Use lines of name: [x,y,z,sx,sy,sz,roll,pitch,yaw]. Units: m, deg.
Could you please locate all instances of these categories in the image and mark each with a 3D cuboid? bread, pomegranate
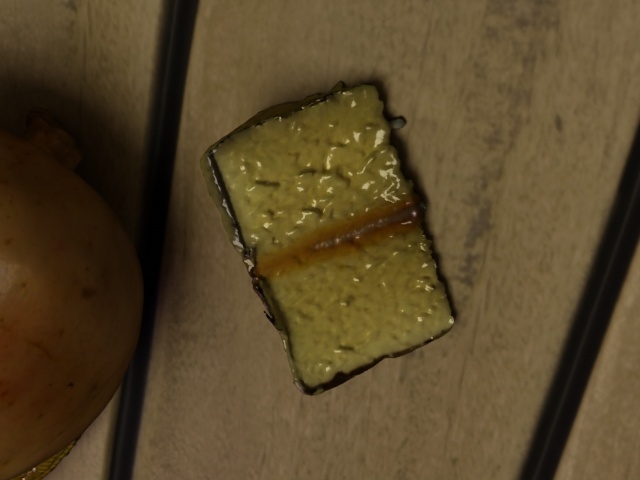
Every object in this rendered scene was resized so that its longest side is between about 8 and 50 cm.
bread: [0.000,0.000,1.300,0.142,0.178,0.266,7,121,63]
pomegranate: [-0.360,0.039,1.368,0.411,0.411,0.411,13,121,23]

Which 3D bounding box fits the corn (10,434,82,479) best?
corn: [-0.375,0.254,1.645,0.115,0.115,0.318,46,127,0]
